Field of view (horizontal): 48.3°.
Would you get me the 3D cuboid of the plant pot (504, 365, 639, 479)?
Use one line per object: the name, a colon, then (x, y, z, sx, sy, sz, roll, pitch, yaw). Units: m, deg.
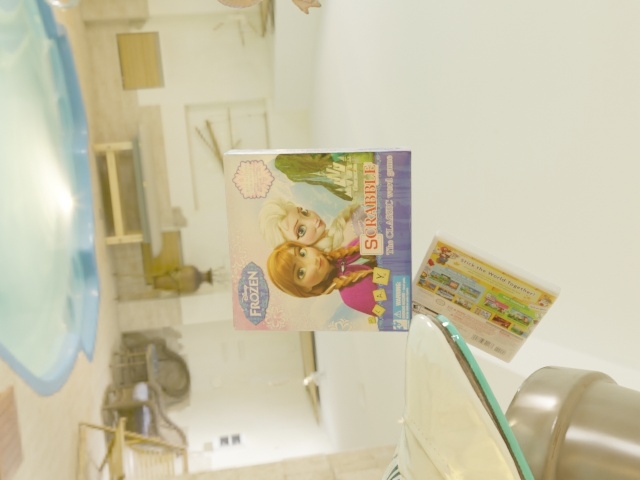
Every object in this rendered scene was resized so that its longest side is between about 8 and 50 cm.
plant pot: (0.371, 0.303, 0.754, 0.280, 0.323, 0.323, -4, -87, 42)

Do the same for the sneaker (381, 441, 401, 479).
sneaker: (0.111, 0.567, 1.224, 0.257, 0.169, 0.447, -27, 128, -59)

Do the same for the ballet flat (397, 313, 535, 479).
ballet flat: (0.143, 0.257, 0.583, 0.400, 0.139, 0.139, 60, -10, 4)

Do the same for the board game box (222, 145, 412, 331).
board game box: (0.000, 0.000, 1.237, 0.066, 0.318, 0.318, -63, 151, -75)

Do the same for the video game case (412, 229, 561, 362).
video game case: (0.274, 0.103, 1.264, 0.026, 0.227, 0.206, -56, 169, -44)

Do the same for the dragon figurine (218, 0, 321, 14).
dragon figurine: (-0.007, -0.295, 0.642, 0.144, 0.289, 0.085, 62, -24, 0)
